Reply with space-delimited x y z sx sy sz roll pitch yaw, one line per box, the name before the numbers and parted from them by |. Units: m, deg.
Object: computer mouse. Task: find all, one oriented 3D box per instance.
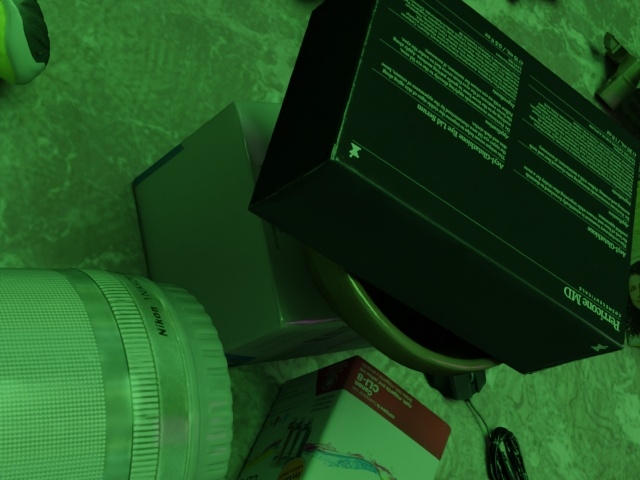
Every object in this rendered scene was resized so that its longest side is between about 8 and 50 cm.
computer mouse | 0.176 0.179 1.137 0.071 0.041 0.242 -30 93 -41

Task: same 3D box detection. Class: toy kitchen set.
toy kitchen set | 0.417 -0.250 1.492 0.068 0.075 0.083 40 14 -22

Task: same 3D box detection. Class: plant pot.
plant pot | 0.066 -0.004 0.820 0.237 0.110 0.237 13 67 -33

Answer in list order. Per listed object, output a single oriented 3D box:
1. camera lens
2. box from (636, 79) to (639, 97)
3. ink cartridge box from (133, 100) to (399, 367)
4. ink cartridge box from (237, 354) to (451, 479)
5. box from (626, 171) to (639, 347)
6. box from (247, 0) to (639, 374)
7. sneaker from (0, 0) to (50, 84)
camera lens | -0.229 0.128 0.732 0.274 0.219 0.219 2 71 -36
box | 0.573 -0.159 1.492 0.290 0.087 0.169 57 48 -25
ink cartridge box | 0.000 0.000 0.970 0.270 0.198 0.197 -2 74 -38
ink cartridge box | 0.012 0.221 0.938 0.127 0.128 0.176 40 53 -18
box | 0.446 0.023 1.372 0.058 0.087 0.232 12 65 -33
box | 0.100 -0.046 0.724 0.261 0.103 0.184 32 53 -25
sneaker | -0.388 -0.260 0.840 0.385 0.145 0.147 44 73 -12
